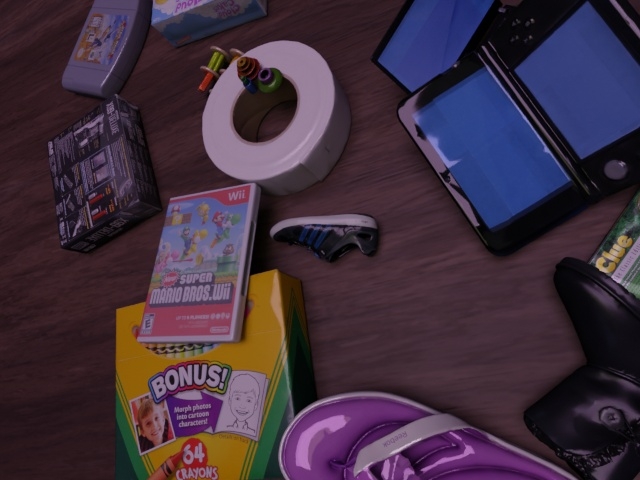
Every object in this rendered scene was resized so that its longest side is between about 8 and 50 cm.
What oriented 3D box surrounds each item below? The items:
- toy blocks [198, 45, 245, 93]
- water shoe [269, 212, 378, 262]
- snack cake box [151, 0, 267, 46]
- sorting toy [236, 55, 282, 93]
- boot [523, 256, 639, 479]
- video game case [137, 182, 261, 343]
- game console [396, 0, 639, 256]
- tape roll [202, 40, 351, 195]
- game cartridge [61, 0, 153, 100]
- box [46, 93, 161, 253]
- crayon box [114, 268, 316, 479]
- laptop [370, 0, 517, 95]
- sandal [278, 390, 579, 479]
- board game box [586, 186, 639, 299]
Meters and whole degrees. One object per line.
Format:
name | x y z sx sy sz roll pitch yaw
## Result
toy blocks | -0.230 -0.346 0.902 0.123 0.054 0.148 24 86 34
water shoe | 0.000 0.000 0.724 0.203 0.073 0.080 -5 78 22
snack cake box | -0.259 -0.577 0.955 0.264 0.089 0.152 -8 74 21
sorting toy | -0.122 -0.307 0.752 0.102 0.042 0.061 31 90 25
boot | 0.343 0.172 0.530 0.207 0.094 0.246 -41 72 5
video game case | -0.214 0.039 0.732 0.204 0.025 0.285 -7 64 23
game console | 0.289 -0.163 0.551 0.173 0.250 0.293 -30 83 -24
tape roll | -0.087 -0.234 0.800 0.286 0.100 0.286 -5 76 21
game cartridge | -0.564 -0.524 1.090 0.198 0.062 0.297 17 85 29
box | -0.524 -0.158 0.975 0.242 0.076 0.307 -27 69 15
crayon box | -0.196 0.246 0.730 0.363 0.106 0.313 -15 73 19
laptop | 0.264 -0.312 0.650 0.264 0.136 0.234 33 92 28
sandal | 0.147 0.300 0.533 0.416 0.102 0.169 8 70 8
board game box | 0.494 -0.028 0.551 0.136 0.030 0.259 35 93 23
